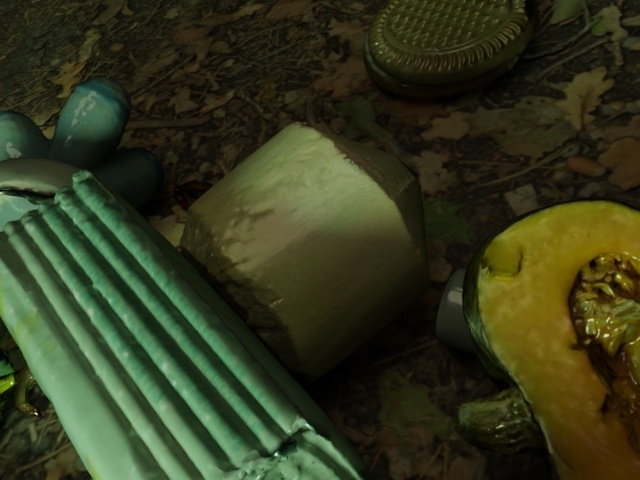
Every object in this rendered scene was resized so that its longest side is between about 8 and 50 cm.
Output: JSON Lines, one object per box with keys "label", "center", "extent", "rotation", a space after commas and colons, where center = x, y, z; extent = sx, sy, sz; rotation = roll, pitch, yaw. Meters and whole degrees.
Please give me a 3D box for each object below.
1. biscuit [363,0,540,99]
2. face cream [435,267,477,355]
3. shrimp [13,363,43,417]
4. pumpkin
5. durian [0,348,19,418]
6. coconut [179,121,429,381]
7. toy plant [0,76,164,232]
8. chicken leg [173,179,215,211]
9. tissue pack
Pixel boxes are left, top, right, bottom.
{"label": "biscuit", "center": [0.182, -0.298, 1.109], "extent": [0.259, 0.079, 0.259], "rotation": [-11, 46, 11]}
{"label": "face cream", "center": [0.265, 0.101, 0.718], "extent": [0.315, 0.089, 0.143], "rotation": [15, 57, 23]}
{"label": "shrimp", "center": [-0.315, 0.169, 0.915], "extent": [0.114, 0.023, 0.083], "rotation": [-13, 49, 17]}
{"label": "pumpkin", "center": [0.217, 0.124, 0.610], "extent": [0.222, 0.139, 0.317], "rotation": [-21, 70, 0]}
{"label": "durian", "center": [-0.441, 0.198, 0.855], "extent": [0.159, 0.146, 0.198], "rotation": [12, 35, 19]}
{"label": "coconut", "center": [0.000, 0.000, 0.804], "extent": [0.244, 0.239, 0.239], "rotation": [-39, 48, -15]}
{"label": "toy plant", "center": [-0.336, -0.084, 1.023], "extent": [0.247, 0.247, 0.332], "rotation": [-10, 43, 12]}
{"label": "chicken leg", "center": [-0.143, -0.051, 1.046], "extent": [0.145, 0.037, 0.062], "rotation": [25, 48, 38]}
{"label": "tissue pack", "center": [-0.117, 0.139, 0.682], "extent": [0.162, 0.287, 0.388], "rotation": [-40, 48, -11]}
